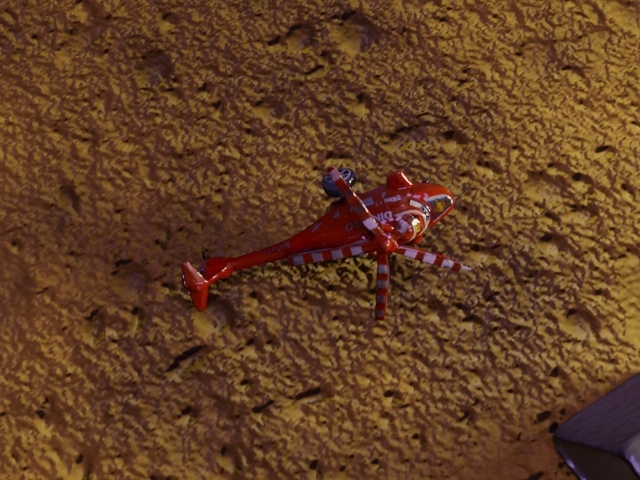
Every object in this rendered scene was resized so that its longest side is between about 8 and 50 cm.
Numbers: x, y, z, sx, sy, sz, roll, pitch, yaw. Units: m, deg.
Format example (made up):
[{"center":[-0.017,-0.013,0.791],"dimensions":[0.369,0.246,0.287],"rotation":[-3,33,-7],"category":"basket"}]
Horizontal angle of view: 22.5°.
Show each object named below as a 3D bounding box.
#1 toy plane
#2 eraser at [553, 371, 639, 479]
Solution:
[{"center":[0.003,0.006,1.160],"dimensions":[0.194,0.126,0.077],"rotation":[-33,27,14],"category":"toy plane"},{"center":[0.305,0.222,1.054],"dimensions":[0.111,0.077,0.352],"rotation":[-30,66,-23],"category":"eraser"}]
